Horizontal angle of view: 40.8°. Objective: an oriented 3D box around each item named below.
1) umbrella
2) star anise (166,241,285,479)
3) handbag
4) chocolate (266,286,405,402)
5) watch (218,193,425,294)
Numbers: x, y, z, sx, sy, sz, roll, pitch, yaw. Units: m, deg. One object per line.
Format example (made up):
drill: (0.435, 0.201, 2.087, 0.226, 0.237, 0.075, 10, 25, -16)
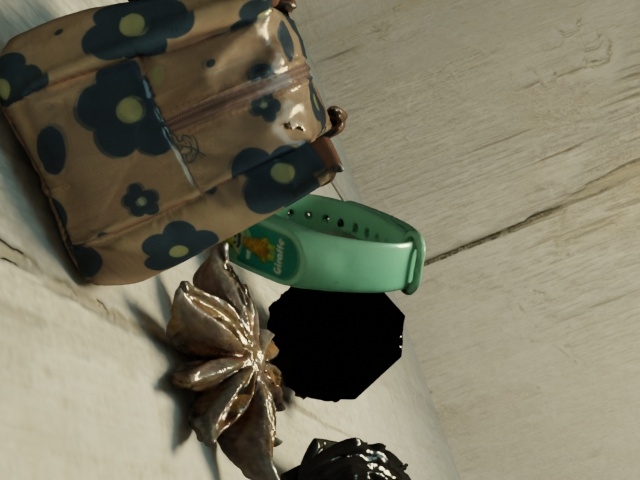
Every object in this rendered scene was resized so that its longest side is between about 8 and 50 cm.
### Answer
umbrella: (0.043, 0.266, 0.926, 0.340, 0.118, 0.118, 55, 16, -74)
star anise: (-0.076, 0.102, 0.685, 0.182, 0.065, 0.195, -93, 165, -50)
handbag: (-0.090, -0.099, 0.632, 0.251, 0.193, 0.190, -78, 150, -74)
chocolate: (0.005, 0.109, 0.990, 0.133, 0.156, 0.156, 130, -60, -80)
watch: (0.000, 0.000, 0.917, 0.195, 0.237, 0.068, -6, 108, -45)
